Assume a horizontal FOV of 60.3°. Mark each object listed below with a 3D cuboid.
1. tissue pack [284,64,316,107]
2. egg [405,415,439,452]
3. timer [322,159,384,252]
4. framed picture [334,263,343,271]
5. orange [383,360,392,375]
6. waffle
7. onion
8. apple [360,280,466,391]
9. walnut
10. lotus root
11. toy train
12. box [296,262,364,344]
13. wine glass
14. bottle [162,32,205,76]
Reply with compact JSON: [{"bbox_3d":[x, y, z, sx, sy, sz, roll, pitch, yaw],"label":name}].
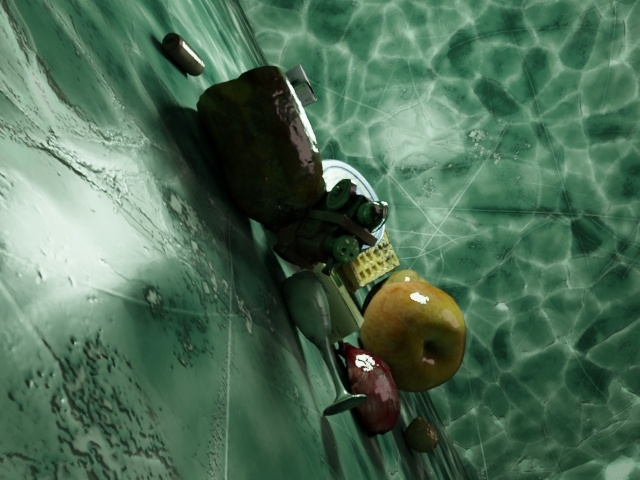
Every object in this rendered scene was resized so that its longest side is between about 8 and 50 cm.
[{"bbox_3d":[-0.150,-0.513,1.978,0.092,0.246,0.148,58,10,-41],"label":"tissue pack"},{"bbox_3d":[0.365,0.703,1.988,0.116,0.118,0.140,25,-10,-27],"label":"egg"},{"bbox_3d":[0.090,-0.124,2.055,0.395,0.173,0.394,24,49,-32],"label":"timer"},{"bbox_3d":[0.000,0.000,1.725,0.231,0.018,0.293,66,-21,16],"label":"framed picture"},{"bbox_3d":[0.194,0.440,1.838,0.085,0.085,0.095,-79,144,-77],"label":"orange"},{"bbox_3d":[0.175,0.054,2.274,0.376,0.114,0.260,-17,81,-55],"label":"waffle"},{"bbox_3d":[0.135,0.381,1.501,0.227,0.120,0.283,56,10,-73],"label":"onion"},{"bbox_3d":[0.338,0.344,1.983,0.391,0.391,0.346,62,-16,-14],"label":"apple"},{"bbox_3d":[0.327,0.300,2.335,0.344,0.306,0.306,-57,135,-28],"label":"walnut"},{"bbox_3d":[-0.126,-0.201,1.253,0.250,0.251,0.346,9,60,-81],"label":"lotus root"},{"bbox_3d":[0.022,-0.030,1.308,0.150,0.221,0.304,34,-10,-27],"label":"toy train"},{"bbox_3d":[0.026,0.161,1.512,0.212,0.095,0.168,60,5,4],"label":"box"},{"bbox_3d":[0.030,0.168,1.142,0.264,0.096,0.309,-57,-133,48],"label":"wine glass"},{"bbox_3d":[-0.324,-0.440,1.312,0.053,0.053,0.140,66,8,11],"label":"bottle"}]
